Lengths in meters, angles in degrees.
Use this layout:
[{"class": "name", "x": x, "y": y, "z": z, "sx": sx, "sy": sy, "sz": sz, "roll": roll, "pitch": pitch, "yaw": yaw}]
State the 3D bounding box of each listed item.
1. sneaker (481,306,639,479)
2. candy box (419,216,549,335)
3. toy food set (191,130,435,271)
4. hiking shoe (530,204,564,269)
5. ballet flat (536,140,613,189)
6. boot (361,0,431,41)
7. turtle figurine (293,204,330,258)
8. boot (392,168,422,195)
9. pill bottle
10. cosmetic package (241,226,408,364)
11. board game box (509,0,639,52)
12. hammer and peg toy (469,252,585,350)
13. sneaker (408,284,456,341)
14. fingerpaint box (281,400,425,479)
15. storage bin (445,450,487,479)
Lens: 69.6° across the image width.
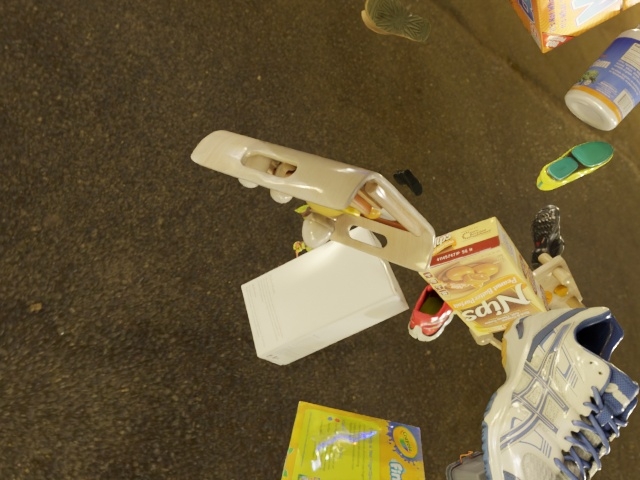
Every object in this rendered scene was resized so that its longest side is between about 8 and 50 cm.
[{"class": "sneaker", "x": 0.262, "y": 0.180, "z": 0.492, "sx": 0.112, "sy": 0.131, "sz": 0.296, "roll": 44, "pitch": 45, "yaw": -17}, {"class": "candy box", "x": 0.377, "y": 0.096, "z": 1.051, "sx": 0.316, "sy": 0.182, "sz": 0.088, "roll": 43, "pitch": 40, "yaw": -34}, {"class": "toy food set", "x": 0.007, "y": -0.034, "z": 0.612, "sx": 0.306, "sy": 0.219, "sz": 0.093, "roll": 27, "pitch": 85, "yaw": -59}, {"class": "hiking shoe", "x": 0.771, "y": -0.005, "z": 1.557, "sx": 0.114, "sy": 0.086, "sz": 0.227, "roll": 6, "pitch": 93, "yaw": -39}, {"class": "ballet flat", "x": 0.645, "y": -0.188, "z": 1.184, "sx": 0.230, "sy": 0.077, "sz": 0.077, "roll": -25, "pitch": 66, "yaw": -19}, {"class": "boot", "x": 0.191, "y": -0.697, "z": 1.446, "sx": 0.236, "sy": 0.089, "sz": 0.269, "roll": 18, "pitch": 21, "yaw": -29}, {"class": "turtle figurine", "x": 0.000, "y": 0.000, "z": 1.444, "sx": 0.087, "sy": 0.269, "sz": 0.218, "roll": -20, "pitch": 109, "yaw": -30}, {"class": "boot", "x": 0.330, "y": -0.221, "z": 1.757, "sx": 0.045, "sy": 0.099, "sz": 0.121, "roll": -39, "pitch": 101, "yaw": -11}, {"class": "pill bottle", "x": 0.782, "y": -0.433, "z": 1.178, "sx": 0.152, "sy": 0.272, "sz": 0.152, "roll": 38, "pitch": 11, "yaw": -9}, {"class": "cosmetic package", "x": 0.007, "y": 0.148, "z": 1.206, "sx": 0.156, "sy": 0.384, "sz": 0.217, "roll": 46, "pitch": 23, "yaw": -58}, {"class": "board game box", "x": 0.557, "y": -0.720, "z": 0.973, "sx": 0.356, "sy": 0.356, "sz": 0.357, "roll": 29, "pitch": 40, "yaw": -57}, {"class": "hammer and peg toy", "x": 0.665, "y": 0.227, "z": 1.511, "sx": 0.266, "sy": 0.361, "sz": 0.127, "roll": 45, "pitch": 14, "yaw": -35}, {"class": "sneaker", "x": 0.327, "y": 0.142, "z": 1.210, "sx": 0.279, "sy": 0.107, "sz": 0.118, "roll": -46, "pitch": 145, "yaw": -34}, {"class": "fingerpaint box", "x": 0.076, "y": 0.661, "z": 1.181, "sx": 0.370, "sy": 0.163, "sz": 0.445, "roll": 11, "pitch": 23, "yaw": 2}, {"class": "storage bin", "x": 0.381, "y": 0.555, "z": 1.092, "sx": 0.135, "sy": 0.091, "sz": 0.098, "roll": -6, "pitch": 72, "yaw": -31}]
